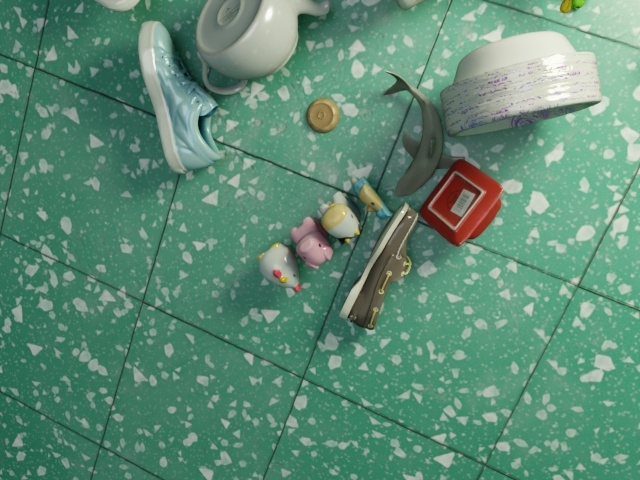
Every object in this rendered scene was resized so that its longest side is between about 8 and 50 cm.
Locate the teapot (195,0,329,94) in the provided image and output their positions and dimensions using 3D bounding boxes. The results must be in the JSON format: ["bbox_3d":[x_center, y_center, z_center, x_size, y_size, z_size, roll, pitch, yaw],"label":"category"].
[{"bbox_3d":[-0.146,-0.459,1.173,0.256,0.187,0.252,16,84,38],"label":"teapot"}]

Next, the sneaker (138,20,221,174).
[{"bbox_3d":[-0.326,-0.353,1.268,0.150,0.135,0.365,-10,105,8],"label":"sneaker"}]

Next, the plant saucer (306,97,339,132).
[{"bbox_3d":[0.004,-0.299,1.239,0.084,0.015,0.083,3,100,15],"label":"plant saucer"}]

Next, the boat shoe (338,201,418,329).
[{"bbox_3d":[0.152,0.066,1.213,0.097,0.116,0.324,28,109,4],"label":"boat shoe"}]

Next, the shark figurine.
[{"bbox_3d":[0.228,-0.241,1.142,0.166,0.116,0.278,-6,99,14],"label":"shark figurine"}]

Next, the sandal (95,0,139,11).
[{"bbox_3d":[-0.541,-0.711,1.277,0.169,0.102,0.416,-37,76,3],"label":"sandal"}]

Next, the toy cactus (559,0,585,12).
[{"bbox_3d":[0.496,-0.556,0.989,0.180,0.112,0.219,-49,122,2],"label":"toy cactus"}]

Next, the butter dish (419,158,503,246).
[{"bbox_3d":[0.329,-0.071,1.146,0.160,0.118,0.160,-55,40,15],"label":"butter dish"}]

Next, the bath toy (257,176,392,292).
[{"bbox_3d":[0.000,0.000,1.220,0.348,0.151,0.129,-39,81,20],"label":"bath toy"}]

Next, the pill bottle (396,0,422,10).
[{"bbox_3d":[0.284,-0.650,0.999,0.392,0.224,0.224,-26,92,17],"label":"pill bottle"}]

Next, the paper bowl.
[{"bbox_3d":[0.376,-0.300,1.002,0.285,0.284,0.148,-9,93,16],"label":"paper bowl"}]
